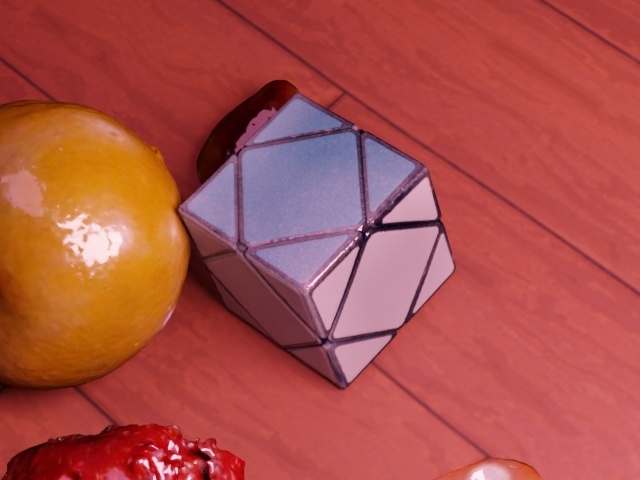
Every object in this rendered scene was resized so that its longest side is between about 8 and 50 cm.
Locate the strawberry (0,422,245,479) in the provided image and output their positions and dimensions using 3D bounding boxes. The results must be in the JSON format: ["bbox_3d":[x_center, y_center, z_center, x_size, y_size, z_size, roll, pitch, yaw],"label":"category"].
[{"bbox_3d":[-0.185,0.300,1.874,0.274,0.274,0.220,-9,69,10],"label":"strawberry"}]

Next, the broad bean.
[{"bbox_3d":[-0.082,-0.120,2.247,0.165,0.084,0.114,-40,38,-6],"label":"broad bean"}]

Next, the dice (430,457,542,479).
[{"bbox_3d":[0.163,0.328,1.793,0.174,0.179,0.175,-24,55,-2],"label":"dice"}]

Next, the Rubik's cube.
[{"bbox_3d":[0.000,0.000,2.057,0.205,0.207,0.205,33,70,31],"label":"Rubik's cube"}]

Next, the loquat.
[{"bbox_3d":[-0.287,-0.002,2.092,0.328,0.328,0.359,32,32,32],"label":"loquat"}]
